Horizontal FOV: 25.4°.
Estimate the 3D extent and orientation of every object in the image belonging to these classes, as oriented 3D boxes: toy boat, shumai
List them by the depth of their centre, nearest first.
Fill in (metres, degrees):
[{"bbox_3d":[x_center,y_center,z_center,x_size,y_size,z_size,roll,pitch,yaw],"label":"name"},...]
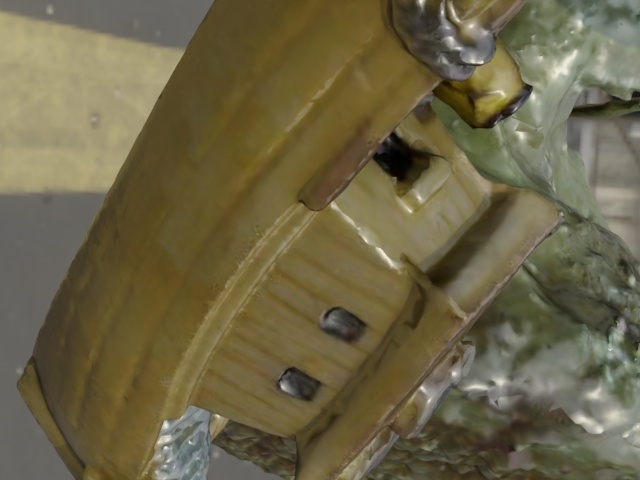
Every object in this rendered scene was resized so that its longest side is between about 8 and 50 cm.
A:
[{"bbox_3d":[0.000,0.000,0.425,0.089,0.121,0.321,-41,172,-45],"label":"toy boat"},{"bbox_3d":[0.084,0.003,0.943,0.395,0.395,0.348,62,38,-58],"label":"shumai"}]
